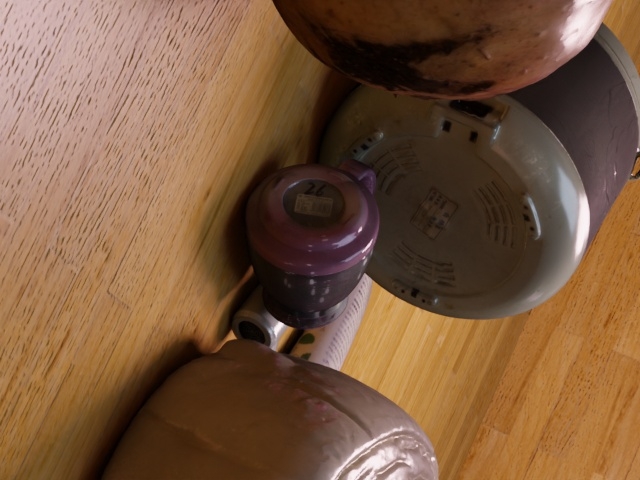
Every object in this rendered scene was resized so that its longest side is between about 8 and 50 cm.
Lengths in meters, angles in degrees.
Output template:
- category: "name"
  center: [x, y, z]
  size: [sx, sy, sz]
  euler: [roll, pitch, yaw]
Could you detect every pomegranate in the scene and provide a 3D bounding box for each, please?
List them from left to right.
- category: "pomegranate"
  center: [0.090, -0.250, 1.069]
  size: [0.322, 0.322, 0.322]
  euler: [-58, 162, -31]

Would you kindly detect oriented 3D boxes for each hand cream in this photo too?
- category: "hand cream"
  center: [0.013, 0.097, 1.701]
  size: [0.276, 0.059, 0.095]
  euler: [-58, 161, -47]

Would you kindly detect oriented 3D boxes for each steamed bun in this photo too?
- category: "steamed bun"
  center: [-0.026, 0.216, 1.369]
  size: [0.383, 0.247, 0.236]
  euler: [12, 92, -66]

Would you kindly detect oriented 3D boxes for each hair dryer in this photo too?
- category: "hair dryer"
  center: [-0.054, 0.092, 1.489]
  size: [0.082, 0.047, 0.137]
  euler: [-52, 166, -42]

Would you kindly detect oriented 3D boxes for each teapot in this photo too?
- category: "teapot"
  center: [-0.010, 0.001, 1.391]
  size: [0.146, 0.116, 0.148]
  euler: [96, -2, -51]

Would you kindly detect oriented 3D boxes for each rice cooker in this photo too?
- category: "rice cooker"
  center: [0.158, -0.094, 1.523]
  size: [0.277, 0.288, 0.288]
  euler: [-53, 159, -46]
